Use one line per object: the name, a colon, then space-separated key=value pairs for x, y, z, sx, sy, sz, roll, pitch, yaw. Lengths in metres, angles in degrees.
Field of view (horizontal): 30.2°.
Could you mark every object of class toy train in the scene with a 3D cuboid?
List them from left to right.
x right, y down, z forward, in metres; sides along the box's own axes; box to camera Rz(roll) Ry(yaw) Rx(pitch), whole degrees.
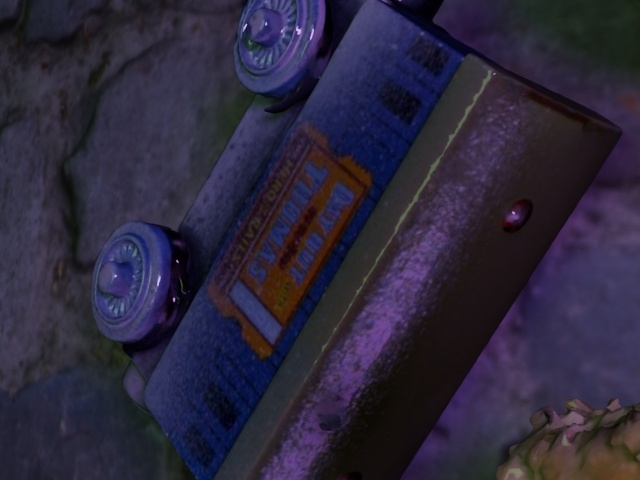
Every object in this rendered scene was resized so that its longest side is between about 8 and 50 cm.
toy train: x=0.000 y=0.000 z=0.624 sx=0.202 sy=0.131 sz=0.300 roll=45 pitch=112 yaw=43

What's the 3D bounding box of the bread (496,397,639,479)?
bread: x=0.169 y=0.132 z=0.401 sx=0.245 sy=0.121 sz=0.174 roll=-8 pitch=79 yaw=43
